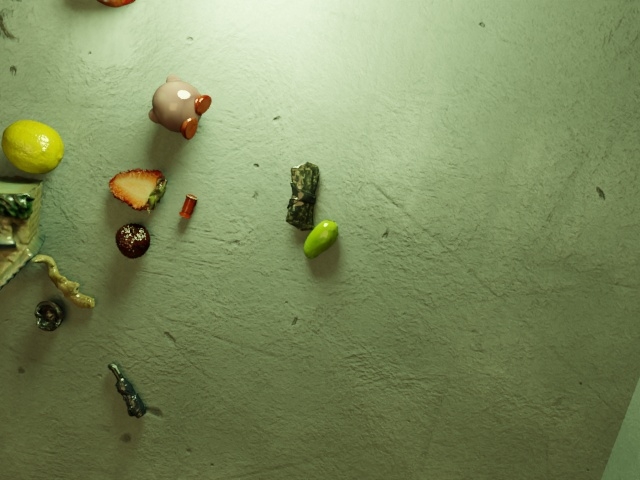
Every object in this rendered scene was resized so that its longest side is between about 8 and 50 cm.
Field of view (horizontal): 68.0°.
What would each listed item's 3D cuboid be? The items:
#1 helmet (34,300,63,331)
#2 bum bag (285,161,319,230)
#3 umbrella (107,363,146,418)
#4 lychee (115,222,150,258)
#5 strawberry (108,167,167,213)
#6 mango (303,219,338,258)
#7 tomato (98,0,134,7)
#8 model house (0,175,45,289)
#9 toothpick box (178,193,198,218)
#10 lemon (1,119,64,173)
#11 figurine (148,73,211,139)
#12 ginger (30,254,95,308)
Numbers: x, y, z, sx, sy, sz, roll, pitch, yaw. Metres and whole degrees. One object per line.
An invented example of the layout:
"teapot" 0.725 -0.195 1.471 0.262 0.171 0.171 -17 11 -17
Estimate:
"helmet" -1.033 0.283 1.821 0.098 0.070 0.124 3 96 -4
"bum bag" -0.063 -0.152 1.664 0.102 0.069 0.248 -3 105 -33
"umbrella" -0.772 0.597 1.881 0.070 0.071 0.249 -21 102 8
"lychee" -0.678 0.005 1.713 0.123 0.123 0.129 27 112 -3
"strawberry" -0.637 -0.189 1.693 0.208 0.087 0.167 30 83 22
"mango" 0.000 0.000 1.694 0.091 0.074 0.165 34 103 -7
"tomato" -0.665 -0.822 1.534 0.173 0.099 0.189 29 64 11
"model house" -1.150 -0.007 1.528 0.444 0.395 0.401 3 105 -27
"toothpick box" -0.475 -0.122 1.707 0.047 0.047 0.083 25 104 -3
"lemon" -0.986 -0.320 1.623 0.202 0.178 0.179 22 103 -7
"figurine" -0.473 -0.444 1.571 0.173 0.173 0.174 1 103 3
"ginger" -0.967 0.156 1.787 0.089 0.075 0.288 -30 105 33
